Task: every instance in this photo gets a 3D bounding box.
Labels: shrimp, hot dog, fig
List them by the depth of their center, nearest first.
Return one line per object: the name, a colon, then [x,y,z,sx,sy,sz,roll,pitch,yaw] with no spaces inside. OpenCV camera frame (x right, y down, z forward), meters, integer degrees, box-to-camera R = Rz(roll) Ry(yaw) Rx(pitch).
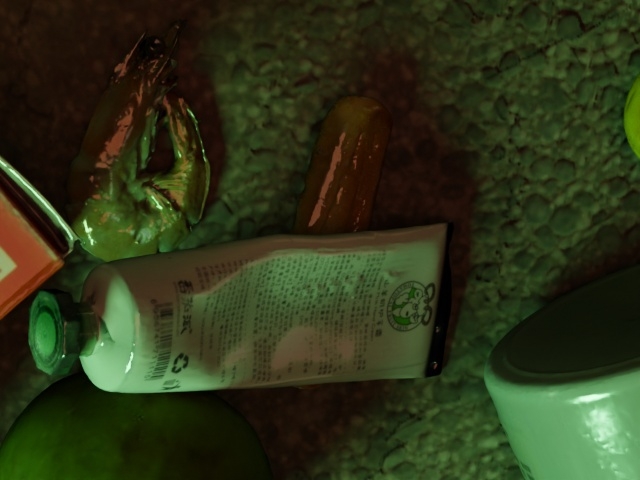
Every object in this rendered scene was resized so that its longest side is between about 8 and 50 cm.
fig: [-0.136,0.200,0.843,0.203,0.225,0.203,11,127,15]
shrimp: [-0.119,-0.068,0.907,0.099,0.041,0.180,15,94,-12]
hot dog: [0.000,0.000,0.933,0.066,0.047,0.216,5,99,-47]

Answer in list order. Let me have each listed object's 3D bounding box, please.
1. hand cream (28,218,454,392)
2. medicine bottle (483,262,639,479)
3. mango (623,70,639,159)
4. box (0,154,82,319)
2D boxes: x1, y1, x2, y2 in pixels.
hand cream: [-0.032,0.049,0.865,0.336,0.076,0.121,-2,108,-39]
medicine bottle: [0.261,0.148,0.902,0.237,0.238,0.232,-24,99,-6]
mango: [0.298,-0.112,0.958,0.161,0.076,0.103,-37,95,-12]
box: [-0.232,-0.017,0.822,0.099,0.182,0.133,-43,100,-7]
